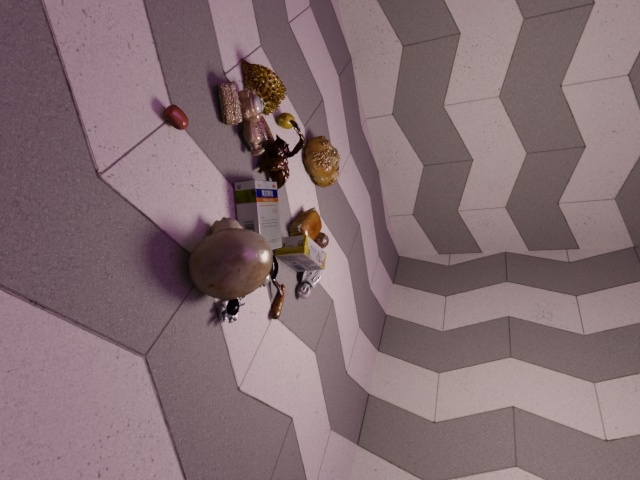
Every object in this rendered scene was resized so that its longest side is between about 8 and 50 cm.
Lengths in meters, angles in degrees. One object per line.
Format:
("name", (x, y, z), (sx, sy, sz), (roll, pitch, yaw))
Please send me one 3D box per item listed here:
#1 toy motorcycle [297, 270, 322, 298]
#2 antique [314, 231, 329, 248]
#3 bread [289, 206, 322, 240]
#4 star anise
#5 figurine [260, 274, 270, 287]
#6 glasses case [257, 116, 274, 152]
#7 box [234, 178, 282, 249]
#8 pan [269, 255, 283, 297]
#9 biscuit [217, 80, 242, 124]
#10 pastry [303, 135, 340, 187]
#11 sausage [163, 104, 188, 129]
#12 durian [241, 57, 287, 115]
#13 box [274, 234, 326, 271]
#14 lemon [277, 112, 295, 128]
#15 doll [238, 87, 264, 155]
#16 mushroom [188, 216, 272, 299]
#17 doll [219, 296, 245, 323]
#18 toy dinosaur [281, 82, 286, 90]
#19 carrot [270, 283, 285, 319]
("toy motorcycle", (-0.048, 0.194, 2.338), (0.112, 0.113, 0.254), (59, 40, -48))
("antique", (0.000, 0.000, 2.502), (0.104, 0.104, 0.104), (-3, 90, -67))
("bread", (-0.074, -0.068, 2.331), (0.241, 0.107, 0.136), (-56, 134, -56))
("star anise", (-0.178, -0.394, 2.002), (0.237, 0.148, 0.346), (-41, 164, -54))
("figurine", (-0.270, 0.151, 1.865), (0.146, 0.081, 0.098), (42, 49, -59))
("glasses case", (-0.255, -0.489, 2.029), (0.073, 0.049, 0.194), (-71, 149, -41))
("box", (-0.262, -0.104, 1.887), (0.200, 0.106, 0.299), (-13, 100, -69))
("pan", (-0.216, 0.168, 2.039), (0.115, 0.040, 0.212), (-37, 114, -64))
("biscuit", (-0.363, -0.543, 1.752), (0.070, 0.082, 0.168), (-150, -131, -65))
("pastry", (0.025, -0.455, 2.549), (0.311, 0.162, 0.255), (46, 48, -55))
("sausage", (-0.482, -0.408, 1.471), (0.094, 0.059, 0.054), (52, 41, -52))
("durian", (-0.253, -0.665, 1.996), (0.260, 0.154, 0.186), (14, 99, -58))
("box", (-0.093, 0.068, 2.193), (0.265, 0.168, 0.097), (41, 47, -58))
("lemon", (-0.172, -0.597, 2.200), (0.111, 0.082, 0.082), (6, 82, -61))
("doll", (-0.289, -0.504, 1.875), (0.154, 0.119, 0.278), (-83, 166, -59))
("mushroom", (-0.332, 0.056, 1.577), (0.290, 0.298, 0.297), (57, 4, 35))
("doll", (-0.342, 0.252, 1.703), (0.096, 0.070, 0.195), (59, 25, -21))
("toy dinosaur", (-0.198, -0.786, 2.230), (0.113, 0.026, 0.041), (49, 26, -42))
("carrot", (-0.193, 0.286, 2.077), (0.047, 0.047, 0.191), (64, 31, -43))
